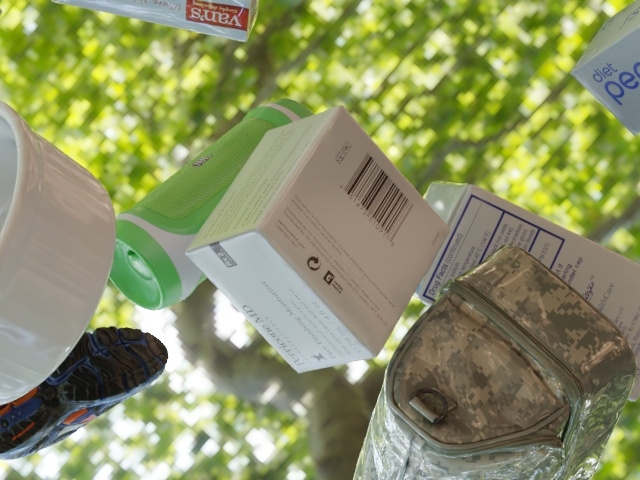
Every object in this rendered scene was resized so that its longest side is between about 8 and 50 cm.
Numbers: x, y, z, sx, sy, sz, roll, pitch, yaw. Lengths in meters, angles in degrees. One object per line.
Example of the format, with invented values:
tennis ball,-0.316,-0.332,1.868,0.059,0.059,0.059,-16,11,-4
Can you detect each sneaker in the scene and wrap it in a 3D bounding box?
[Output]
sneaker,-0.261,0.160,1.802,0.083,0.221,0.087,62,171,19

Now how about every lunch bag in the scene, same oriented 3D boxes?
lunch bag,0.152,0.197,1.775,0.212,0.256,0.305,45,148,24

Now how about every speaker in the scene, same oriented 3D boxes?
speaker,-0.119,-0.045,2.029,0.131,0.296,0.131,32,146,26

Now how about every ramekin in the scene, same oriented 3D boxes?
ramekin,-0.316,0.020,1.595,0.135,0.277,0.277,33,-167,-38

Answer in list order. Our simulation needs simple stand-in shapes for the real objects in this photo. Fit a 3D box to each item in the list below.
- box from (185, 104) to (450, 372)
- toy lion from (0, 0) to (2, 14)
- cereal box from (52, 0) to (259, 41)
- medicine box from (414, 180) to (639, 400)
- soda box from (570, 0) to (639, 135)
box,0.000,0.000,1.675,0.119,0.182,0.181,-17,123,48
toy lion,-0.281,-0.224,1.477,0.100,0.096,0.034,10,144,55
cereal box,-0.126,-0.277,1.361,0.173,0.240,0.047,13,-135,3
medicine box,0.249,0.054,2.062,0.289,0.149,0.263,26,180,-6
soda box,0.364,-0.205,1.621,0.098,0.091,0.286,43,148,-9
